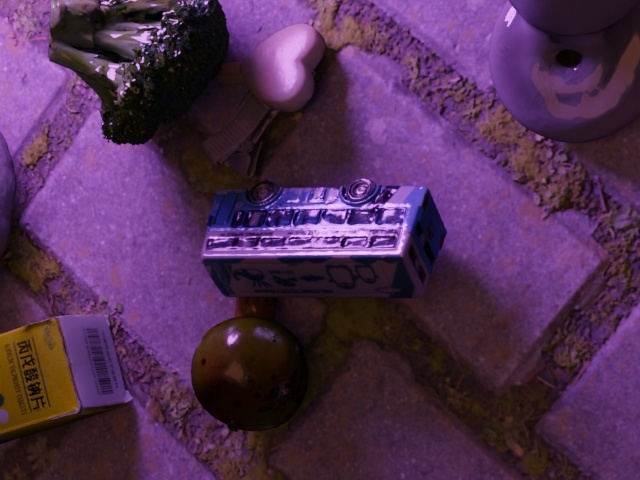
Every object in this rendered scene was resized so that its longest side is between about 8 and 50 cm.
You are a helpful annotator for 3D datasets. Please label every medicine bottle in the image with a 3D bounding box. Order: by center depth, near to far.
[{"bbox_3d":[-0.407,0.198,2.102,0.250,0.141,0.137,-18,81,21],"label":"medicine bottle"}]

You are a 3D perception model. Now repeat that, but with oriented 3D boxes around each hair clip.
[{"bbox_3d":[-0.077,-0.195,2.002,0.218,0.071,0.159,-54,51,11],"label":"hair clip"}]

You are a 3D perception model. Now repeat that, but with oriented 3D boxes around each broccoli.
[{"bbox_3d":[-0.234,-0.256,1.964,0.241,0.261,0.269,4,95,-18],"label":"broccoli"}]

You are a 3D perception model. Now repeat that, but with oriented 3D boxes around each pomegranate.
[{"bbox_3d":[-0.088,0.151,1.975,0.159,0.159,0.205,-5,64,22],"label":"pomegranate"}]

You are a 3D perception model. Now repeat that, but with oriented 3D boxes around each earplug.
[{"bbox_3d":[0.294,-0.270,1.786,0.214,0.175,0.326,8,126,20],"label":"earplug"}]

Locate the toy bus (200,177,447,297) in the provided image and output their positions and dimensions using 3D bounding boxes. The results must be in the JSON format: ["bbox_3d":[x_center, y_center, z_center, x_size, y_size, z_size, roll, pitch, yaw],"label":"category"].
[{"bbox_3d":[0.000,0.000,1.921,0.297,0.106,0.131,-1,51,24],"label":"toy bus"}]

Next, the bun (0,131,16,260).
[{"bbox_3d":[-0.592,-0.046,2.132,0.361,0.211,0.362,1,92,24],"label":"bun"}]
